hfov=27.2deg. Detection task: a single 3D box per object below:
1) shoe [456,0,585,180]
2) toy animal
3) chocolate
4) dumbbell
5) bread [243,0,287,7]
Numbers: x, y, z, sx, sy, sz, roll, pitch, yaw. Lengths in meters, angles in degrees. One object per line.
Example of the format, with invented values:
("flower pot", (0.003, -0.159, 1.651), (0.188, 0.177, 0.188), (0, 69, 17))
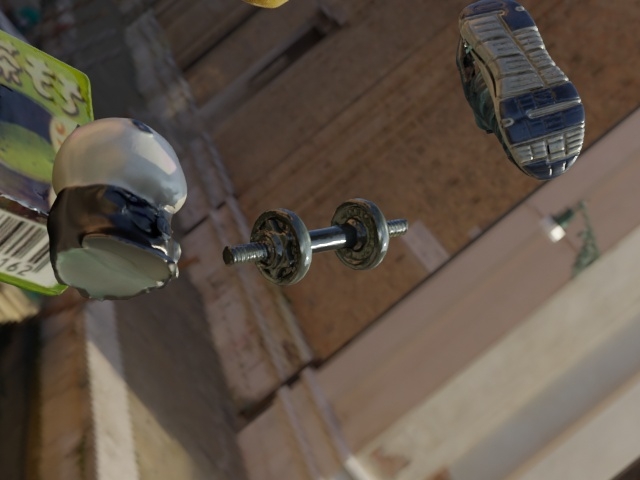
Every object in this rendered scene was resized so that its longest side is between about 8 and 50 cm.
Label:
("shoe", (0.200, -0.148, 1.366), (0.106, 0.091, 0.207), (99, -28, -60))
("toy animal", (-0.201, -0.038, 1.357), (0.138, 0.166, 0.179), (37, 50, -54))
("chocolate", (-0.396, -0.117, 1.551), (0.301, 0.137, 0.289), (27, 42, -48))
("dumbbell", (0.000, 0.000, 1.363), (0.254, 0.081, 0.081), (-9, 52, -44))
("bread", (-0.127, -0.403, 1.852), (0.217, 0.098, 0.147), (37, 0, 5))
